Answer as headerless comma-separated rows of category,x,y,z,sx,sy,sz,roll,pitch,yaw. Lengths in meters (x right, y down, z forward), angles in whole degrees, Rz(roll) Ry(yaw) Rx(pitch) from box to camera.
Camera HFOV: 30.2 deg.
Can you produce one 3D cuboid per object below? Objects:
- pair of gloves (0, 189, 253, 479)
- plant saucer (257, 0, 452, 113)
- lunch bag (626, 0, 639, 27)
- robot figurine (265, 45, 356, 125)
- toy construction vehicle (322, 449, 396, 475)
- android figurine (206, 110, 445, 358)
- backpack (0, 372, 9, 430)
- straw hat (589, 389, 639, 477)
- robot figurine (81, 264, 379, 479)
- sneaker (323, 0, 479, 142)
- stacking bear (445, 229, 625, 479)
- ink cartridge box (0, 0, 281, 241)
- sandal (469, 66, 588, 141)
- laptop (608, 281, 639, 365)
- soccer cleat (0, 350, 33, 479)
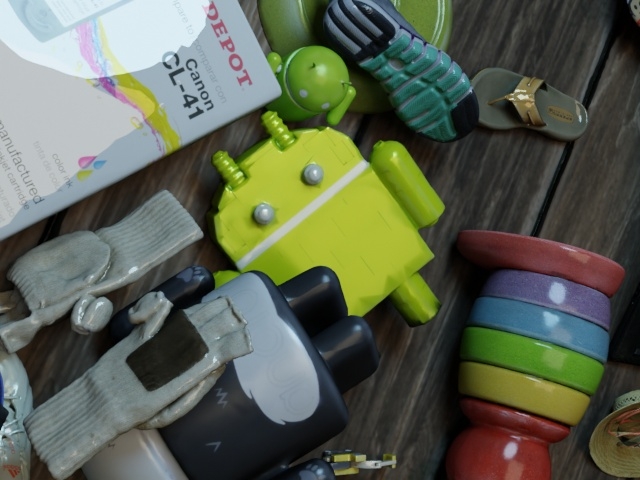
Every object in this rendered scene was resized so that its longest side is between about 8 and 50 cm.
pair of gloves,-0.177,0.064,1.003,0.204,0.240,0.042,-28,137,-5
plant saucer,0.049,-0.256,1.258,0.241,0.037,0.240,3,85,-29
lunch bag,0.469,-0.360,1.429,0.258,0.120,0.293,20,65,-21
robot figurine,-0.016,-0.154,1.170,0.101,0.115,0.067,22,75,-26
toy construction vehicle,0.033,0.259,1.212,0.098,0.035,0.085,5,84,-28
android figurine,0.000,0.000,1.179,0.248,0.056,0.273,-37,107,-8
backpack,-0.386,0.120,0.891,0.263,0.213,0.276,46,72,-30
straw hat,0.372,0.208,1.380,0.145,0.144,0.061,22,34,-25
robot figurine,-0.085,0.137,1.058,0.278,0.209,0.173,-31,115,-6
sneaker,0.087,-0.195,1.213,0.224,0.083,0.098,41,30,-37
stacking bear,0.212,0.151,1.255,0.175,0.164,0.289,20,82,-26
ink cartridge box,-0.223,-0.156,1.052,0.306,0.131,0.226,-31,101,-25
sandal,0.240,-0.154,1.345,0.180,0.049,0.072,11,81,-27
laptop,0.536,-0.047,1.516,0.382,0.236,0.407,13,109,-26
soccer cleat,-0.278,0.185,1.027,0.068,0.076,0.196,3,85,-28
